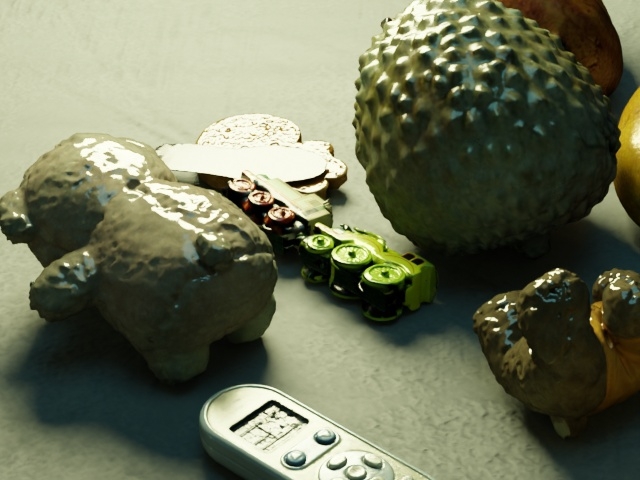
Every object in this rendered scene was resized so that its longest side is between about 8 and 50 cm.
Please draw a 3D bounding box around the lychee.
[{"bbox_3d":[0.159,-0.109,1.831,0.255,0.274,0.255,-16,5,2],"label":"lychee"}]

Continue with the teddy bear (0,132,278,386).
[{"bbox_3d":[-0.165,0.007,1.736,0.267,0.151,0.236,27,40,33],"label":"teddy bear"}]

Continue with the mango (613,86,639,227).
[{"bbox_3d":[0.384,-0.097,1.917,0.177,0.120,0.295,9,34,17],"label":"mango"}]

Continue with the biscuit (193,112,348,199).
[{"bbox_3d":[-0.054,-0.080,1.979,0.175,0.026,0.124,26,48,33],"label":"biscuit"}]

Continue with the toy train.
[{"bbox_3d":[0.000,0.000,1.835,0.085,0.053,0.250,-24,42,-38],"label":"toy train"}]

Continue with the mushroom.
[{"bbox_3d":[0.214,-0.256,2.113,0.254,0.267,0.267,-19,17,40],"label":"mushroom"}]

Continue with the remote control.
[{"bbox_3d":[0.000,0.188,1.557,0.244,0.047,0.087,27,45,34],"label":"remote control"}]

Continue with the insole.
[{"bbox_3d":[-0.085,-0.080,1.956,0.188,0.004,0.064,5,39,13],"label":"insole"}]

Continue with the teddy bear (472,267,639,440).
[{"bbox_3d":[0.243,0.086,1.641,0.190,0.177,0.140,-17,82,-22],"label":"teddy bear"}]
